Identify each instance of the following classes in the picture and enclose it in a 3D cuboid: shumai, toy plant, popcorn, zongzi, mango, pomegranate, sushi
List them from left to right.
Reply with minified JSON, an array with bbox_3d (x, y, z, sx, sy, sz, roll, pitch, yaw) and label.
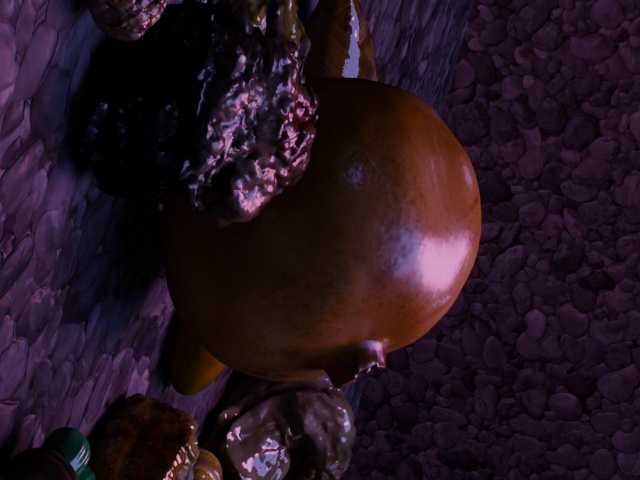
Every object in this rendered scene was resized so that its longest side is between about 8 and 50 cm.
[{"bbox_3d":[-0.303,0.279,1.580,0.200,0.105,0.143,-34,138,-67],"label":"toy plant"},{"bbox_3d":[-0.248,0.338,1.864,0.274,0.139,0.184,-60,165,-47],"label":"sushi"},{"bbox_3d":[-0.174,0.161,2.058,0.163,0.089,0.111,-65,172,18],"label":"mango"},{"bbox_3d":[-0.116,-0.133,1.493,0.238,0.218,0.225,98,12,-49],"label":"sushi"},{"bbox_3d":[-0.118,0.337,2.509,0.263,0.304,0.309,-18,139,-31],"label":"shumai"},{"bbox_3d":[-0.078,-0.257,1.744,0.126,0.126,0.145,-97,178,-53],"label":"popcorn"},{"bbox_3d":[0.000,0.000,1.767,0.416,0.416,0.417,20,90,-79],"label":"pomegranate"},{"bbox_3d":[0.001,-0.226,2.099,0.288,0.134,0.286,91,16,-58],"label":"zongzi"}]

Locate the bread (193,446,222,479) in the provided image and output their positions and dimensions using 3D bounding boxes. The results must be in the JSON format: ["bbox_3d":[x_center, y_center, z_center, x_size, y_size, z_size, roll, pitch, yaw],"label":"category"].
[{"bbox_3d":[-0.214,0.400,2.059,0.213,0.105,0.213,-46,-163,18],"label":"bread"}]

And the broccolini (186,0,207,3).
[{"bbox_3d":[-0.134,-0.300,1.626,0.035,0.030,0.140,-50,154,-82],"label":"broccolini"}]

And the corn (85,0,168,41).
[{"bbox_3d":[-0.156,-0.295,1.379,0.079,0.079,0.237,92,19,-57],"label":"corn"}]
